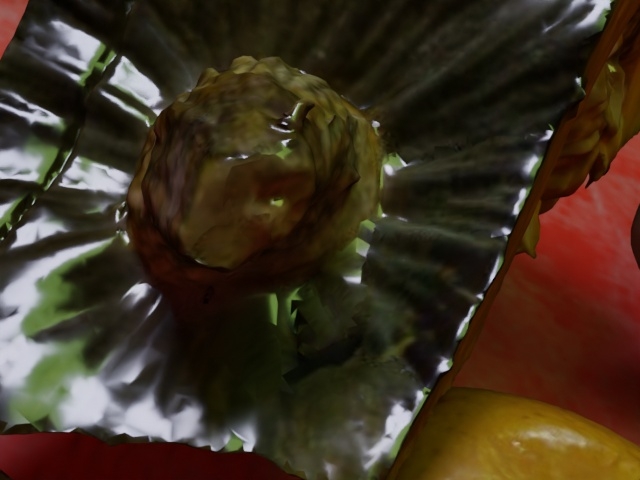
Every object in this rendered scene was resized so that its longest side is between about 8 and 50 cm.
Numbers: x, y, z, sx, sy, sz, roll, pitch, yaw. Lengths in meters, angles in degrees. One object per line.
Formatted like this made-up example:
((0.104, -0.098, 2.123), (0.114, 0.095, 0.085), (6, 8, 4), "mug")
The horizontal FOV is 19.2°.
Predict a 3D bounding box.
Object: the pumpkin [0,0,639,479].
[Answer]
((0.008, -0.052, 0.442), (0.131, 0.126, 0.248), (22, 34, 11), "pumpkin")

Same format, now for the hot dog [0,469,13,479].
((-0.052, 0.114, 0.342), (0.252, 0.069, 0.131), (41, 37, 19), "hot dog")

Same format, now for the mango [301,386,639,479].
((0.061, 0.102, 0.415), (0.165, 0.089, 0.115), (38, 36, 6), "mango")

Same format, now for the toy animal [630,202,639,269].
((0.228, -0.037, 0.596), (0.229, 0.210, 0.221), (47, 32, -36), "toy animal")
